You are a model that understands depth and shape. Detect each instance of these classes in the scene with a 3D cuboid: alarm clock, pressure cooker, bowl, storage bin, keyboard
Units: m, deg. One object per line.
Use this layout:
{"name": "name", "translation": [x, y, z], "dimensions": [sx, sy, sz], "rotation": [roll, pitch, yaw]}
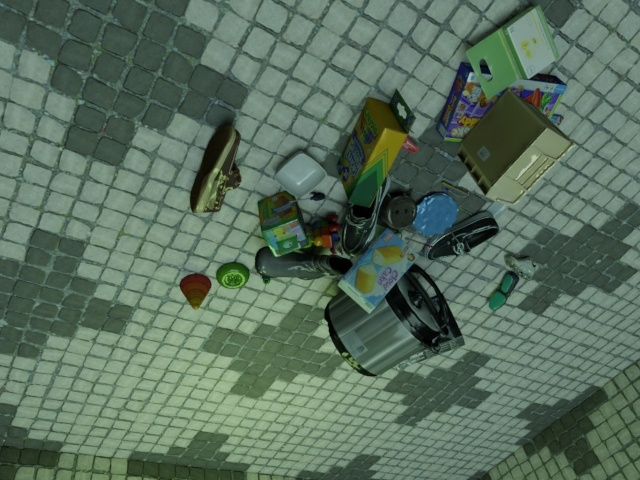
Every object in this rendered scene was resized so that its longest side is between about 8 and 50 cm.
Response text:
{"name": "alarm clock", "translation": [0.283, -0.085, 1.931], "dimensions": [0.129, 0.064, 0.192], "rotation": [-6, 112, -19]}
{"name": "pressure cooker", "translation": [0.275, 0.286, 2.079], "dimensions": [0.420, 0.376, 0.369], "rotation": [-38, 125, 20]}
{"name": "bowl", "translation": [-0.067, -0.224, 1.770], "dimensions": [0.142, 0.053, 0.142], "rotation": [-38, 127, 20]}
{"name": "storage bin", "translation": [0.574, -0.279, 1.628], "dimensions": [0.123, 0.262, 0.260], "rotation": [22, 122, -28]}
{"name": "keyboard", "translation": [0.719, -0.175, 2.030], "dimensions": [0.072, 0.014, 0.256], "rotation": [23, 121, -23]}

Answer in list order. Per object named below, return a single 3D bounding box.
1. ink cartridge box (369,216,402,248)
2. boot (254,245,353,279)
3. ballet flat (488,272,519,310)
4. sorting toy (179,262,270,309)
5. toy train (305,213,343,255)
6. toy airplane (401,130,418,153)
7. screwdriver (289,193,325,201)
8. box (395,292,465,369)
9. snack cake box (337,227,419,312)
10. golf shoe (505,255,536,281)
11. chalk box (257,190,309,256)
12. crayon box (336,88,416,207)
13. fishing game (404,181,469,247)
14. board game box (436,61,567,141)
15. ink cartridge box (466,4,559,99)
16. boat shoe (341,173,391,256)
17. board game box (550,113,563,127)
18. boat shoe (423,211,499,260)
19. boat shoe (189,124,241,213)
{"name": "ink cartridge box", "translation": [0.214, -0.023, 2.005], "dimensions": [0.209, 0.062, 0.109], "rotation": [18, 123, -27]}
{"name": "boot", "translation": [-0.049, 0.076, 1.895], "dimensions": [0.222, 0.118, 0.338], "rotation": [-6, 172, 40]}
{"name": "ballet flat", "translation": [0.814, 0.227, 2.363], "dimensions": [0.074, 0.074, 0.203], "rotation": [8, 122, -20]}
{"name": "sorting toy", "translation": [-0.347, 0.175, 2.001], "dimensions": [0.365, 0.126, 0.127], "rotation": [-16, 132, 1]}
{"name": "toy train", "translation": [0.000, 0.000, 1.855], "dimensions": [0.143, 0.248, 0.105], "rotation": [-6, 114, 1]}
{"name": "toy airplane", "translation": [0.251, -0.315, 1.783], "dimensions": [0.151, 0.028, 0.151], "rotation": [-6, 131, -7]}
{"name": "screwdriver", "translation": [-0.043, -0.138, 1.815], "dimensions": [0.169, 0.025, 0.024], "rotation": [-19, 154, -47]}
{"name": "box", "translation": [0.426, 0.387, 2.291], "dimensions": [0.307, 0.243, 0.077], "rotation": [-22, 132, 6]}
{"name": "snack cake box", "translation": [0.204, 0.105, 1.876], "dimensions": [0.264, 0.152, 0.089], "rotation": [-46, 171, -24]}
{"name": "golf shoe", "translation": [0.851, 0.097, 2.276], "dimensions": [0.176, 0.069, 0.086], "rotation": [34, 89, -33]}
{"name": "chalk box", "translation": [-0.123, -0.044, 1.804], "dimensions": [0.132, 0.213, 0.132], "rotation": [-20, 132, 4]}
{"name": "crayon box", "translation": [0.161, -0.294, 1.663], "dimensions": [0.083, 0.203, 0.323], "rotation": [11, 126, -21]}
{"name": "fishing game", "translation": [0.424, -0.098, 2.008], "dimensions": [0.189, 0.041, 0.264], "rotation": [15, 117, -25]}
{"name": "board game box", "translation": [0.579, -0.428, 1.731], "dimensions": [0.346, 0.078, 0.234], "rotation": [2, 130, -15]}
{"name": "ink cartridge box", "translation": [0.565, -0.547, 1.574], "dimensions": [0.235, 0.056, 0.171], "rotation": [-36, 113, -4]}
{"name": "boat shoe", "translation": [0.136, -0.092, 1.850], "dimensions": [0.119, 0.121, 0.336], "rotation": [-22, 133, -59]}
{"name": "board game box", "translation": [0.775, -0.394, 1.846], "dimensions": [0.090, 0.020, 0.090], "rotation": [5, 130, -17]}
{"name": "boat shoe", "translation": [0.545, 0.008, 2.078], "dimensions": [0.306, 0.105, 0.113], "rotation": [-27, 130, 15]}
{"name": "boat shoe", "translation": [-0.306, -0.212, 1.688], "dimensions": [0.123, 0.123, 0.342], "rotation": [8, 132, -30]}
